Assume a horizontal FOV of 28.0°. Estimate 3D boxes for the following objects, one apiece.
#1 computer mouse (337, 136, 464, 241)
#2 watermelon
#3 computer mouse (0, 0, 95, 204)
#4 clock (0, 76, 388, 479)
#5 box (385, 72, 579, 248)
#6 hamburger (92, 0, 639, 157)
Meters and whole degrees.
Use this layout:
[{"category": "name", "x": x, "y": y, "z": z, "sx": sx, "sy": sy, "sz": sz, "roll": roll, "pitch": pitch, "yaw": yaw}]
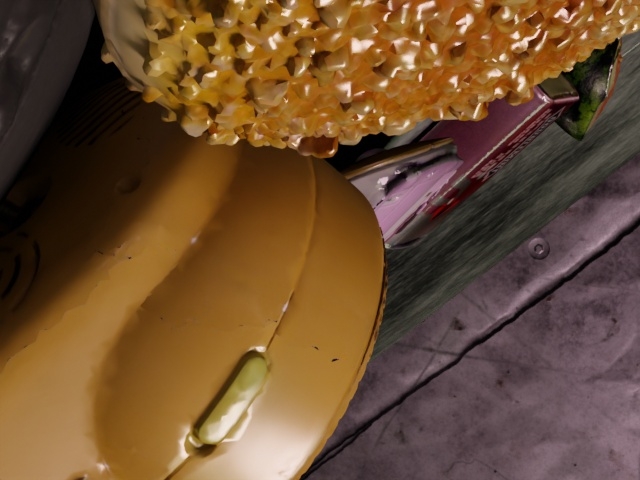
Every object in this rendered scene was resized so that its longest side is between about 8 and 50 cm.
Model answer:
[{"category": "computer mouse", "x": 0.000, "y": 0.000, "z": 1.161, "sx": 0.158, "sy": 0.072, "sz": 0.310, "roll": -22, "pitch": 162, "yaw": -50}, {"category": "watermelon", "x": 0.311, "y": -0.178, "z": 1.471, "sx": 0.119, "sy": 0.063, "sz": 0.245, "roll": -50, "pitch": 169, "yaw": -2}, {"category": "computer mouse", "x": -0.184, "y": -0.013, "z": 0.482, "sx": 0.269, "sy": 0.086, "sz": 0.137, "roll": -40, "pitch": 170, "yaw": 10}, {"category": "clock", "x": -0.118, "y": 0.065, "z": 0.603, "sx": 0.317, "sy": 0.200, "sz": 0.244, "roll": -50, "pitch": -149, "yaw": -4}, {"category": "box", "x": 0.143, "y": -0.088, "z": 1.264, "sx": 0.224, "sy": 0.069, "sz": 0.120, "roll": -43, "pitch": 168, "yaw": 24}, {"category": "hamburger", "x": 0.050, "y": -0.146, "z": 0.427, "sx": 0.302, "sy": 0.170, "sz": 0.302, "roll": -35, "pitch": 168, "yaw": -9}]
